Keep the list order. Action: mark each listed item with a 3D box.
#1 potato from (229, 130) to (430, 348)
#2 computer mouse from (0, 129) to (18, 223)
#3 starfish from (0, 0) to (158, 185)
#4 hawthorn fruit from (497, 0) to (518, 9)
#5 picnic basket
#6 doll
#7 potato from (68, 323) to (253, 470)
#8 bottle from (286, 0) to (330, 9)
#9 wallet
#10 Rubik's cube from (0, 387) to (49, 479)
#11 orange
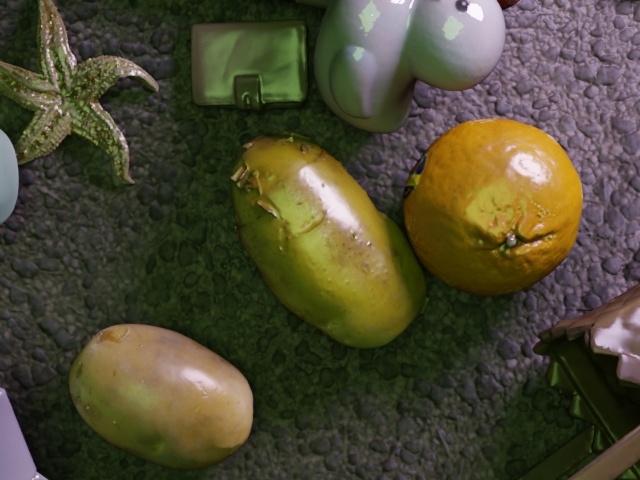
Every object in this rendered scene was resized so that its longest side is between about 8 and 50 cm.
[{"bbox_3d":[0.000,0.000,1.858,0.173,0.140,0.300,-40,94,-7],"label":"potato"},{"bbox_3d":[-0.514,-0.073,1.894,0.288,0.097,0.159,-5,90,12],"label":"computer mouse"},{"bbox_3d":[-0.330,-0.180,1.921,0.236,0.062,0.277,-26,92,6],"label":"starfish"},{"bbox_3d":[0.205,-0.374,1.855,0.173,0.173,0.173,0,88,1],"label":"hawthorn fruit"},{"bbox_3d":[0.364,0.216,1.784,0.321,0.254,0.291,-36,88,-11],"label":"picnic basket"},{"bbox_3d":[0.113,-0.234,1.813,0.221,0.221,0.251,18,128,2],"label":"doll"},{"bbox_3d":[-0.197,0.197,1.864,0.234,0.146,0.150,23,119,1],"label":"potato"},{"bbox_3d":[-0.088,-0.366,1.881,0.253,0.120,0.120,11,89,1],"label":"bottle"},{"bbox_3d":[-0.090,-0.221,1.917,0.153,0.039,0.118,1,86,5],"label":"wallet"},{"bbox_3d":[-0.526,0.309,1.764,0.387,0.368,0.358,13,44,28],"label":"Rubik's cube"},{"bbox_3d":[0.210,-0.040,1.835,0.219,0.193,0.219,0,91,-16],"label":"orange"}]
